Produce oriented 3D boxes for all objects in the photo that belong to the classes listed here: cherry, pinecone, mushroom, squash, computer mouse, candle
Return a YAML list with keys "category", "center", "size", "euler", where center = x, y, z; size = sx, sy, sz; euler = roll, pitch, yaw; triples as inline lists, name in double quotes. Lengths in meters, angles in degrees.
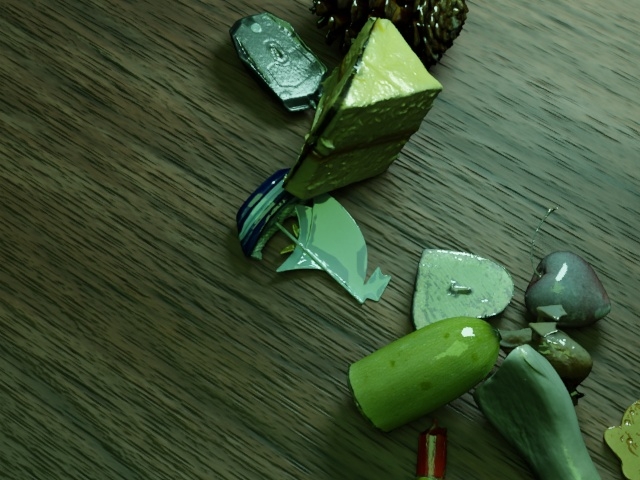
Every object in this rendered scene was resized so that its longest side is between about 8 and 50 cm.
- category: "cherry"
  center: [0.426, 0.060, 1.839]
  size: [0.148, 0.115, 0.188]
  euler: [18, 68, 31]
- category: "pinecone"
  center: [0.120, -0.427, 1.963]
  size: [0.292, 0.246, 0.246]
  euler: [6, 72, 17]
- category: "mushroom"
  center: [0.370, 0.326, 1.722]
  size: [0.122, 0.159, 0.329]
  euler: [-32, 81, -10]
- category: "squash"
  center: [0.177, 0.202, 1.761]
  size: [0.247, 0.132, 0.132]
  euler: [-32, 70, 20]
- category: "computer mouse"
  center: [-0.079, -0.327, 2.036]
  size: [0.126, 0.071, 0.231]
  euler: [-41, 83, -23]
- category: "candle"
  center: [0.224, 0.087, 1.870]
  size: [0.192, 0.068, 0.168]
  euler: [-33, 76, -7]
- category: "candle"
  center: [0.183, 0.357, 1.795]
  size: [0.052, 0.052, 0.131]
  euler: [4, 71, 6]

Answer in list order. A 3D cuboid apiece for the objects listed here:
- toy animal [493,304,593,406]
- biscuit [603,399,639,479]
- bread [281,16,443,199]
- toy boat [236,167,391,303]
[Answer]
- category: "toy animal"
  center: [0.356, 0.193, 1.801]
  size: [0.188, 0.179, 0.089]
  euler: [10, 38, 29]
- category: "biscuit"
  center: [0.522, 0.330, 1.787]
  size: [0.118, 0.023, 0.140]
  euler: [11, 74, 9]
- category: "bread"
  center: [0.031, -0.221, 1.844]
  size: [0.236, 0.263, 0.198]
  euler: [-29, 73, -37]
- category: "toy boat"
  center: [0.000, 0.000, 1.925]
  size: [0.291, 0.067, 0.220]
  euler: [41, 79, 13]
